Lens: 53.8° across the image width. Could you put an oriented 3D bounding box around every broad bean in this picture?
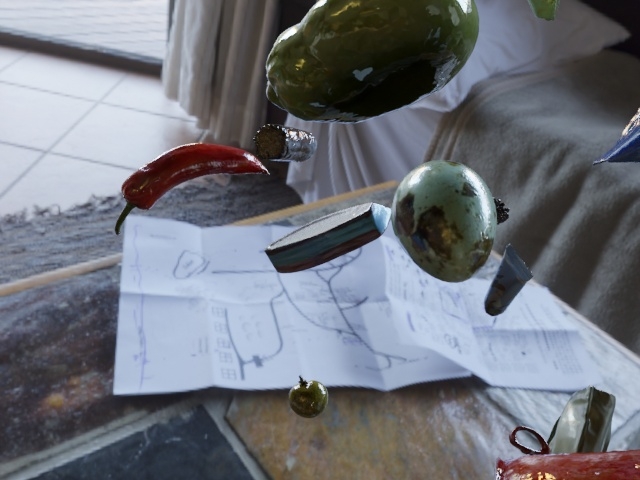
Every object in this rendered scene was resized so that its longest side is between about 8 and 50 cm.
[{"bbox_3d":[0.068,-0.243,0.819,0.291,0.238,0.119,-17,66,-6],"label":"broad bean"}]

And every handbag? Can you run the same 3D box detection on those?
[{"bbox_3d":[0.518,0.432,1.295,0.109,0.316,0.253,20,75,22],"label":"handbag"}]

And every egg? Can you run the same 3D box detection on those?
[{"bbox_3d":[0.203,-0.030,1.027,0.169,0.169,0.231,3,46,-12],"label":"egg"}]

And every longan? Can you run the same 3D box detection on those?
[{"bbox_3d":[-0.024,0.291,1.186,0.075,0.083,0.075,-15,8,2],"label":"longan"}]

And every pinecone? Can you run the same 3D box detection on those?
[{"bbox_3d":[0.424,-0.073,1.567,0.077,0.077,0.083,-3,41,-20],"label":"pinecone"}]

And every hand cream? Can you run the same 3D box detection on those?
[{"bbox_3d":[0.434,0.107,1.484,0.058,0.271,0.091,-21,63,-10],"label":"hand cream"}]

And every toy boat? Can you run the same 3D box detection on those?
[{"bbox_3d":[0.000,0.000,1.473,0.079,0.392,0.136,46,48,-22],"label":"toy boat"}]

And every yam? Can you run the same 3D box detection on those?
[{"bbox_3d":[-0.071,-0.200,1.314,0.079,0.079,0.141,28,15,23],"label":"yam"}]

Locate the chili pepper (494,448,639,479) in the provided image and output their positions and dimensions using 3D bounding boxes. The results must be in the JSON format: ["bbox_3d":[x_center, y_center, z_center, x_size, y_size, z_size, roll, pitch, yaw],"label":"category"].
[{"bbox_3d":[0.393,0.398,0.836,0.305,0.229,0.251,-15,15,29],"label":"chili pepper"}]

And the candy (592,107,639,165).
[{"bbox_3d":[0.450,-0.146,0.643,0.187,0.077,0.331,-42,13,-15],"label":"candy"}]

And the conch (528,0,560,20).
[{"bbox_3d":[0.393,-0.548,1.148,0.137,0.250,0.143,-36,40,6],"label":"conch"}]

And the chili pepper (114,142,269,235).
[{"bbox_3d":[-0.297,-0.139,1.389,0.368,0.137,0.092,-23,22,-13],"label":"chili pepper"}]

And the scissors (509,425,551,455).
[{"bbox_3d":[0.452,0.424,1.129,0.247,0.017,0.144,13,63,-9],"label":"scissors"}]
